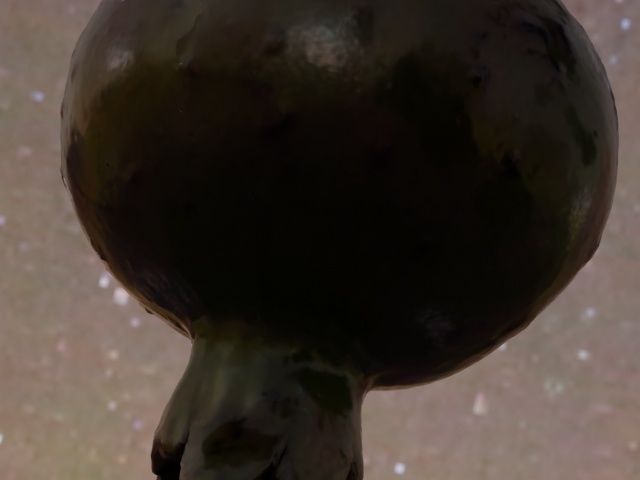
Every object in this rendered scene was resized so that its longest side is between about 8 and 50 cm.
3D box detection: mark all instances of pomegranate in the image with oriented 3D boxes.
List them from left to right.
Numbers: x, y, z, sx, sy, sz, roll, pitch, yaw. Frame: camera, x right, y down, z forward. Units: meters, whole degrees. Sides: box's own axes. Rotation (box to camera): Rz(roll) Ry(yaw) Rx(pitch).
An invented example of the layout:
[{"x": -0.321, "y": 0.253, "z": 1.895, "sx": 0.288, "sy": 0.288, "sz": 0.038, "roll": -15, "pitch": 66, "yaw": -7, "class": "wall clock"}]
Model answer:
[{"x": 0.017, "y": -0.005, "z": 0.856, "sx": 0.242, "sy": 0.305, "sz": 0.242, "roll": -10, "pitch": -26, "yaw": -5, "class": "pomegranate"}]
